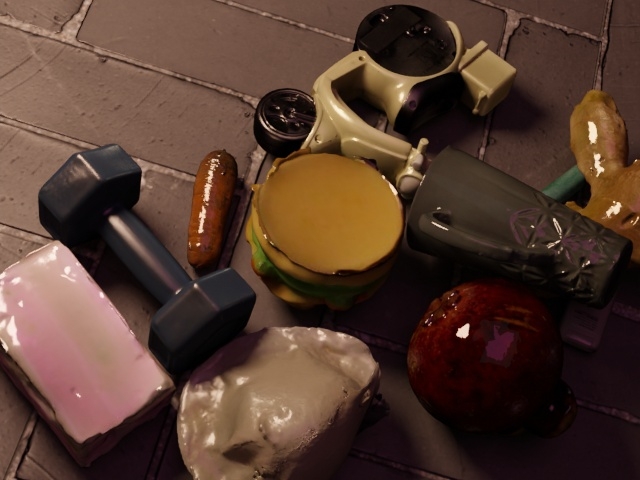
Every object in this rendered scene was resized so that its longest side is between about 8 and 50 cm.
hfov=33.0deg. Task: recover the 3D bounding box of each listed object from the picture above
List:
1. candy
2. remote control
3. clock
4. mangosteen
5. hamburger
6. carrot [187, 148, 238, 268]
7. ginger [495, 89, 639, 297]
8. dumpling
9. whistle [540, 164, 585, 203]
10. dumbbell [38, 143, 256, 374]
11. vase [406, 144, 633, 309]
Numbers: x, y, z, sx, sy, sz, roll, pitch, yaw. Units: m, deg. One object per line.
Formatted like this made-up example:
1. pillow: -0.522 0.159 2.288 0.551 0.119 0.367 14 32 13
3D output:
1. candy: -0.322 0.142 1.389 0.155 0.116 0.265 -36 74 -25
2. remote control: 0.419 0.054 1.628 0.067 0.029 0.261 24 59 6
3. clock: 0.105 -0.209 1.653 0.276 0.120 0.379 37 62 15
4. mangosteen: 0.241 0.175 1.441 0.257 0.215 0.215 44 62 -13
5. hamburger: 0.000 0.000 1.507 0.237 0.149 0.237 6 54 -9
6. carrot: -0.160 -0.044 1.550 0.060 0.060 0.186 12 67 -5
7. ginger: 0.462 -0.018 1.560 0.363 0.122 0.348 29 83 22
8. dumpling: -0.050 0.235 1.392 0.204 0.163 0.293 21 56 39
9. whistle: 0.344 -0.057 1.662 0.186 0.039 0.039 -35 74 -24
10. dumbbell: -0.236 0.021 1.444 0.156 0.143 0.316 -44 77 2
11. vase: 0.260 -0.009 1.465 0.301 0.156 0.251 25 21 23
